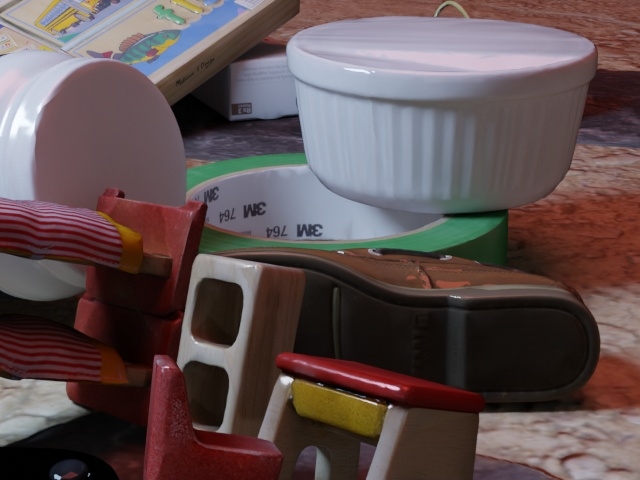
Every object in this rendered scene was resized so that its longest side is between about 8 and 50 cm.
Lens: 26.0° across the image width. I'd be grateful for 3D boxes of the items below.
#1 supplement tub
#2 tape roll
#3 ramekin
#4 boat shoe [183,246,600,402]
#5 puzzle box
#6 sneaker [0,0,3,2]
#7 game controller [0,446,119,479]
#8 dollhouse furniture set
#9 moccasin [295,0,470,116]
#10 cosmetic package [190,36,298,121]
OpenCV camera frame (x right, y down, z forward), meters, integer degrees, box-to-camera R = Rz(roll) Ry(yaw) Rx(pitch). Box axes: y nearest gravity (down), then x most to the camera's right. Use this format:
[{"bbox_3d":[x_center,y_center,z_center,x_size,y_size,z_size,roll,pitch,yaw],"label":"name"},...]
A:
[{"bbox_3d":[-0.262,-0.049,1.092,0.272,0.191,0.191,-1,14,35],"label":"supplement tub"},{"bbox_3d":[0.000,0.000,1.194,0.321,0.077,0.321,1,18,0],"label":"tape roll"},{"bbox_3d":[0.104,-0.113,1.215,0.272,0.127,0.273,1,18,0],"label":"ramekin"},{"bbox_3d":[0.038,0.060,0.990,0.307,0.111,0.104,9,14,-4],"label":"boat shoe"},{"bbox_3d":[-0.251,-0.267,1.745,0.272,0.052,0.409,26,47,25],"label":"puzzle box"},{"bbox_3d":[-0.432,-0.296,1.914,0.365,0.137,0.210,15,18,-6],"label":"sneaker"},{"bbox_3d":[-0.267,0.162,0.718,0.319,0.067,0.166,1,18,3],"label":"game controller"},{"bbox_3d":[-0.106,0.044,0.791,0.201,0.152,0.374,11,-1,-44],"label":"dollhouse furniture set"},{"bbox_3d":[0.152,-0.221,1.750,0.380,0.147,0.139,-4,19,-12],"label":"moccasin"},{"bbox_3d":[-0.107,-0.228,1.872,0.117,0.086,0.231,-8,19,-22],"label":"cosmetic package"}]
